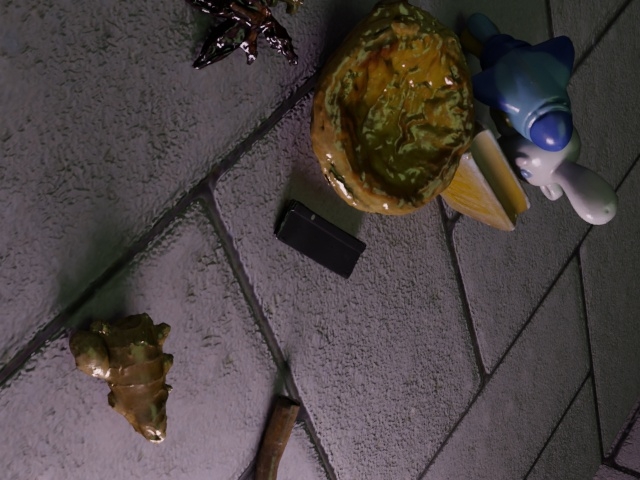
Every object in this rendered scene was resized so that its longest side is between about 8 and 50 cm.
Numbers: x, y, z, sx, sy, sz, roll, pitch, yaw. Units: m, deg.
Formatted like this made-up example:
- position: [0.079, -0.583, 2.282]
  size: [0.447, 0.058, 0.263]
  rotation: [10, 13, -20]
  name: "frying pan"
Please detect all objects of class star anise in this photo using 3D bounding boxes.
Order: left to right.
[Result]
- position: [-0.111, -0.293, 1.248]
  size: [0.157, 0.053, 0.212]
  rotation: [-23, 143, -12]
  name: "star anise"

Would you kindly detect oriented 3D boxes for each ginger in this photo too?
- position: [-0.245, 0.170, 1.245]
  size: [0.115, 0.081, 0.206]
  rotation: [-60, 138, -39]
  name: "ginger"

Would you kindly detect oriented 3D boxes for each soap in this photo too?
- position: [0.266, -0.134, 1.721]
  size: [0.089, 0.173, 0.274]
  rotation: [-56, 141, -9]
  name: "soap"

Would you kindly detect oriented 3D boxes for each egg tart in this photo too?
- position: [0.104, -0.204, 1.482]
  size: [0.341, 0.129, 0.341]
  rotation: [-10, 110, -30]
  name: "egg tart"

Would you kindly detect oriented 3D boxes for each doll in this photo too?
- position: [0.370, -0.226, 1.711]
  size: [0.187, 0.376, 0.366]
  rotation: [-38, 121, -26]
  name: "doll"

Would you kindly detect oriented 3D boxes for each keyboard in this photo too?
- position: [-0.001, 0.000, 1.549]
  size: [0.231, 0.023, 0.072]
  rotation: [31, 86, -53]
  name: "keyboard"

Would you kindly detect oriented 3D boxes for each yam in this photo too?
- position: [-0.099, 0.420, 1.565]
  size: [0.045, 0.045, 0.327]
  rotation: [-52, 159, -87]
  name: "yam"

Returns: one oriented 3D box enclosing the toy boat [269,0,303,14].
- position: [-0.027, -0.427, 1.287]
  size: [0.068, 0.088, 0.226]
  rotation: [2, 103, -52]
  name: "toy boat"
